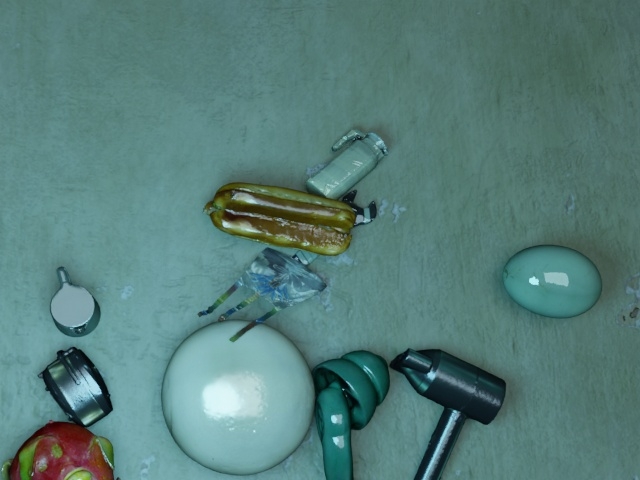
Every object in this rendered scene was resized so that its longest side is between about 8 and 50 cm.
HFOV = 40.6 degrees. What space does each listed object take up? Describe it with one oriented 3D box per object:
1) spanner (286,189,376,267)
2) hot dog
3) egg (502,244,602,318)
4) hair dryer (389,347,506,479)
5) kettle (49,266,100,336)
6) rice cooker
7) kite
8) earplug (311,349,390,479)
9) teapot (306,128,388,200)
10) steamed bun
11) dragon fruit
[{"bbox_3d":[0.000,0.000,1.977,0.316,0.024,0.087,-40,88,-15],"label":"spanner"},{"bbox_3d":[-0.091,-0.054,1.910,0.338,0.100,0.135,10,109,-10],"label":"hot dog"},{"bbox_3d":[0.533,0.093,1.993,0.231,0.168,0.168,11,77,-5],"label":"egg"},{"bbox_3d":[0.241,0.396,1.914,0.244,0.116,0.302,24,82,-4],"label":"hair dryer"},{"bbox_3d":[-0.503,0.131,1.778,0.098,0.148,0.126,13,76,-8],"label":"kettle"},{"bbox_3d":[-0.494,0.299,1.766,0.106,0.112,0.165,-41,89,-10],"label":"rice cooker"},{"bbox_3d":[-0.116,0.116,1.827,0.169,0.015,0.310,30,39,14],"label":"kite"},{"bbox_3d":[0.069,0.370,1.847,0.280,0.164,0.257,-43,99,-29],"label":"earplug"},{"bbox_3d":[0.054,-0.175,1.998,0.200,0.077,0.107,-40,70,-16],"label":"teapot"},{"bbox_3d":[-0.167,0.320,1.783,0.325,0.206,0.324,2,77,-11],"label":"steamed bun"},{"bbox_3d":[-0.498,0.471,1.675,0.224,0.224,0.227,-11,43,-14],"label":"dragon fruit"}]
